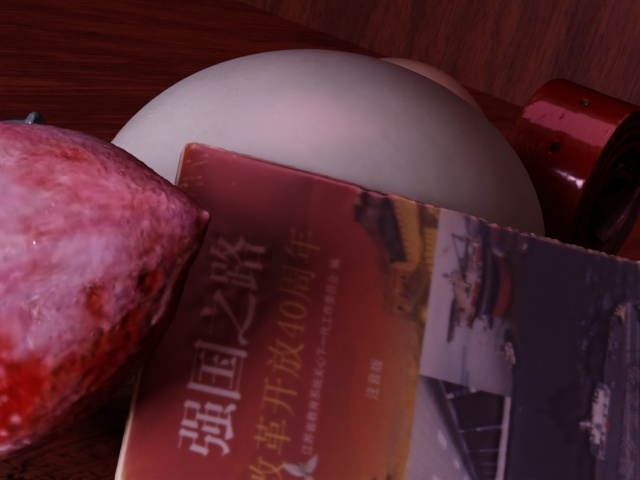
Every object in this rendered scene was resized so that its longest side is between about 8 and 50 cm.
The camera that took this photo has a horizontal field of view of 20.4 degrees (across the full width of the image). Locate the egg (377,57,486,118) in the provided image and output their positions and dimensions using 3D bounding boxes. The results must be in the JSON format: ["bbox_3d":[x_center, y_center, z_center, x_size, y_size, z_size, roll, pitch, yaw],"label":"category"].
[{"bbox_3d":[0.070,-0.069,1.782,0.219,0.219,0.269,22,-17,19],"label":"egg"}]

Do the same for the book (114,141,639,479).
[{"bbox_3d":[0.071,0.103,1.095,0.374,0.263,0.028,15,-24,-13],"label":"book"}]

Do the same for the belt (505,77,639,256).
[{"bbox_3d":[0.289,-0.061,2.046,0.115,0.227,0.324,26,2,21],"label":"belt"}]

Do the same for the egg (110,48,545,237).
[{"bbox_3d":[0.000,0.000,1.292,0.389,0.276,0.276,2,20,-46],"label":"egg"}]

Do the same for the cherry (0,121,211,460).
[{"bbox_3d":[-0.176,0.024,1.008,0.249,0.192,0.175,-20,-24,13],"label":"cherry"}]

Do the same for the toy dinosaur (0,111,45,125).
[{"bbox_3d":[-0.400,-0.052,1.435,0.330,0.129,0.383,5,3,14],"label":"toy dinosaur"}]
